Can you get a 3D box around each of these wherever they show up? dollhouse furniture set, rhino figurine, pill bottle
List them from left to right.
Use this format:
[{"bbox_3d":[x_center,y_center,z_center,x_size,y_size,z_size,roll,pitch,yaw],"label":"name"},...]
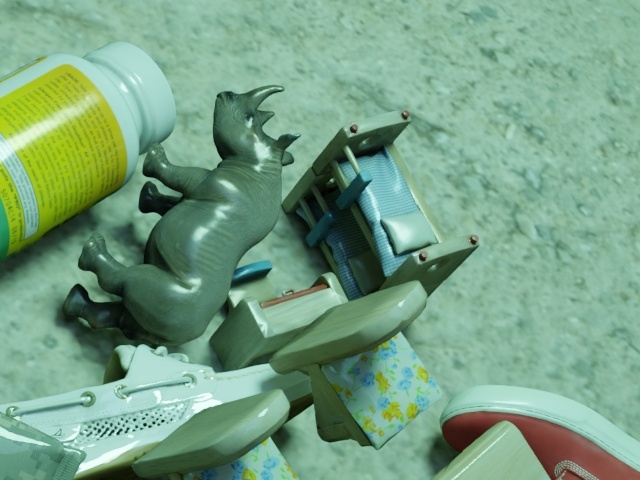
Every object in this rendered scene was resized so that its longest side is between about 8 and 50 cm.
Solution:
[{"bbox_3d":[-0.210,-0.068,1.296,0.117,0.117,0.208,49,52,7],"label":"pill bottle"},{"bbox_3d":[-0.089,-0.023,1.321,0.106,0.073,0.243,28,66,10],"label":"rhino figurine"},{"bbox_3d":[0.000,0.000,1.355,0.183,0.129,0.129,-17,70,-34],"label":"dollhouse furniture set"},{"bbox_3d":[0.038,0.268,1.079,0.394,0.256,0.362,-36,98,-30],"label":"dollhouse furniture set"}]

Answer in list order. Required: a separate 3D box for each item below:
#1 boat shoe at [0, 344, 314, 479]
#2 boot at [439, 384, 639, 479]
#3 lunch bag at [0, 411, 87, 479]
[{"bbox_3d":[-0.122,0.115,1.242,0.277,0.098,0.096,-14,70,-32],"label":"boat shoe"},{"bbox_3d":[0.191,0.227,1.347,0.244,0.088,0.176,27,54,-15],"label":"boot"},{"bbox_3d":[-0.312,0.204,1.035,0.235,0.169,0.287,28,79,-11],"label":"lunch bag"}]
